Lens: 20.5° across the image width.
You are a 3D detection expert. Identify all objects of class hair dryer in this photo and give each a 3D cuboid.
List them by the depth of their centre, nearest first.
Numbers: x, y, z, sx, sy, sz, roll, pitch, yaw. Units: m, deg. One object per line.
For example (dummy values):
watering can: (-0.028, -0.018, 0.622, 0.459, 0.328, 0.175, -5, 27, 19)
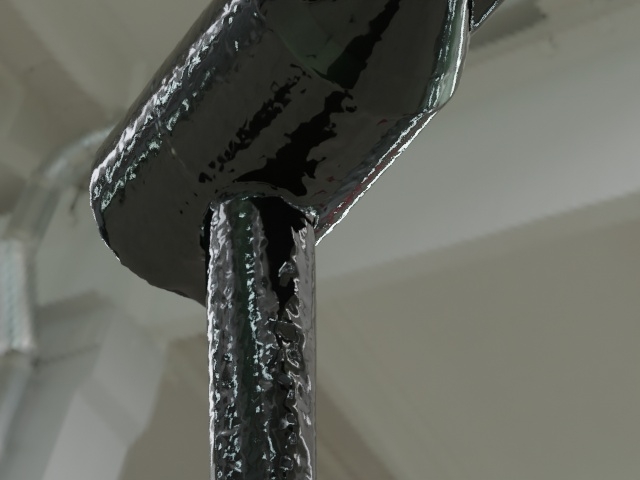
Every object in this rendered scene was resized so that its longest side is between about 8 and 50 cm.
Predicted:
hair dryer: (0.000, 0.000, 0.747, 0.116, 0.302, 0.244, 16, -40, -25)
